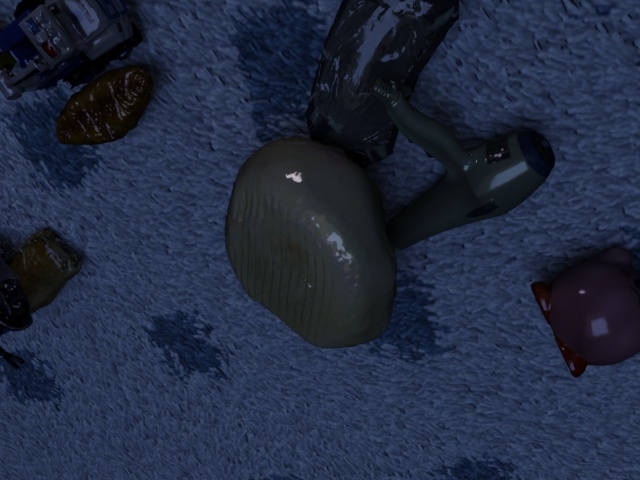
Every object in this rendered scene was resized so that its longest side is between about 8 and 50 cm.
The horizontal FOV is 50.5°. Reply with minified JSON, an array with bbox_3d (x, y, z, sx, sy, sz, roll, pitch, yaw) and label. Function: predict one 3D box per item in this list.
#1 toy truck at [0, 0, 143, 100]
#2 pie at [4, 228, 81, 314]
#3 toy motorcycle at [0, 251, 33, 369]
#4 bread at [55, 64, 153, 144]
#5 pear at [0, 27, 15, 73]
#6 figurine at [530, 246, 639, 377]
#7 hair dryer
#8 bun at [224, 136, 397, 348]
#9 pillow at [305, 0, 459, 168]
[{"bbox_3d":[-0.403,-0.317,1.045,0.213,0.177,0.161,-24,111,28],"label":"toy truck"},{"bbox_3d":[-0.609,0.082,1.421,0.282,0.068,0.129,-36,100,28],"label":"pie"},{"bbox_3d":[-0.692,0.102,1.361,0.358,0.125,0.213,35,121,27],"label":"toy motorcycle"},{"bbox_3d":[-0.354,-0.226,1.149,0.233,0.076,0.105,-25,106,31],"label":"bread"},{"bbox_3d":[-0.576,-0.320,1.137,0.131,0.107,0.107,34,124,3],"label":"pear"},{"bbox_3d":[0.446,0.113,1.079,0.173,0.173,0.173,7,123,12],"label":"figurine"},{"bbox_3d":[0.162,-0.093,1.052,0.298,0.119,0.296,20,139,-10],"label":"hair dryer"},{"bbox_3d":[0.000,0.000,1.101,0.361,0.213,0.361,30,141,28],"label":"bun"},{"bbox_3d":[0.083,-0.260,0.990,0.161,0.093,0.335,22,125,-2],"label":"pillow"}]
